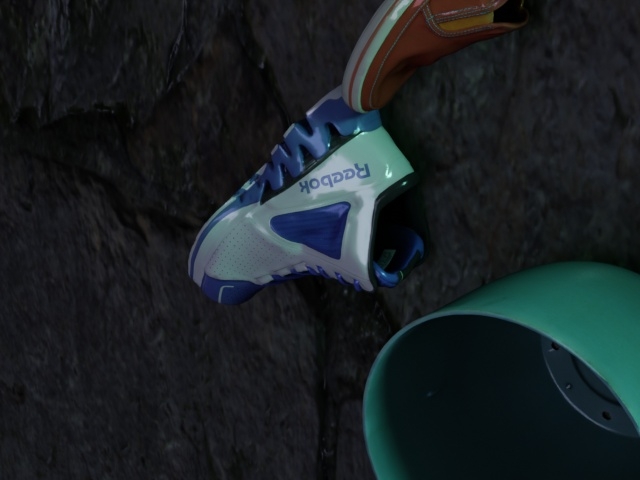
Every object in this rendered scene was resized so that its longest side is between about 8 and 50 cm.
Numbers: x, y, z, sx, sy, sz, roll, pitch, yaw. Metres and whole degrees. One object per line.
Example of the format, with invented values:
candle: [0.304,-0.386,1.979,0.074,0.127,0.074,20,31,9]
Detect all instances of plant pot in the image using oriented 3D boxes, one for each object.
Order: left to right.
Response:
plant pot: [0.225,0.152,1.410,0.293,0.235,0.293,18,121,32]

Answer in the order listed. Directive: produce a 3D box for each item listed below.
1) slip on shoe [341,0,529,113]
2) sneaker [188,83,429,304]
slip on shoe: [0.132,-0.214,1.386,0.101,0.123,0.331,47,126,2]
sneaker: [0.001,-0.001,1.590,0.182,0.127,0.315,50,131,10]
